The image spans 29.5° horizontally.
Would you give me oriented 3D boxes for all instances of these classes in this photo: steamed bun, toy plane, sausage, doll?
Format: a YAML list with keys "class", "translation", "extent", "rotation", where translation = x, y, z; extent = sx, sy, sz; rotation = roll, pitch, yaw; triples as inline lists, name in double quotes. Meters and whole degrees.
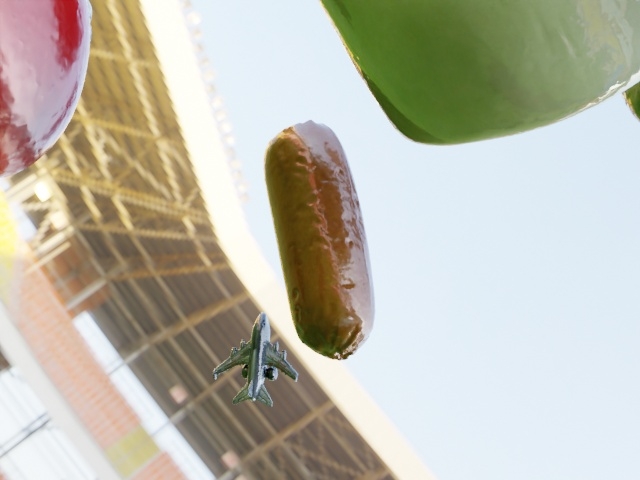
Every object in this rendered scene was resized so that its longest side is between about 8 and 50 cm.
- class: "steamed bun"
  translation: [0.129, -0.179, 0.828]
  extent: [0.155, 0.250, 0.200]
  rotation: [-103, 166, -59]
- class: "toy plane"
  translation: [-0.056, 0.106, 1.082]
  extent: [0.078, 0.083, 0.031]
  rotation: [2, -22, 15]
- class: "sausage"
  translation: [0.000, 0.000, 0.977]
  extent: [0.076, 0.076, 0.197]
  rotation: [119, -36, -64]
- class: "doll"
  translation: [-0.159, -0.122, 0.630]
  extent: [0.085, 0.217, 0.183]
  rotation: [14, -1, 16]

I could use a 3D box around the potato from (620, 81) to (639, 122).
- class: "potato"
  translation: [0.561, -0.278, 1.741]
  extent: [0.202, 0.218, 0.351]
  rotation: [28, -22, -5]
